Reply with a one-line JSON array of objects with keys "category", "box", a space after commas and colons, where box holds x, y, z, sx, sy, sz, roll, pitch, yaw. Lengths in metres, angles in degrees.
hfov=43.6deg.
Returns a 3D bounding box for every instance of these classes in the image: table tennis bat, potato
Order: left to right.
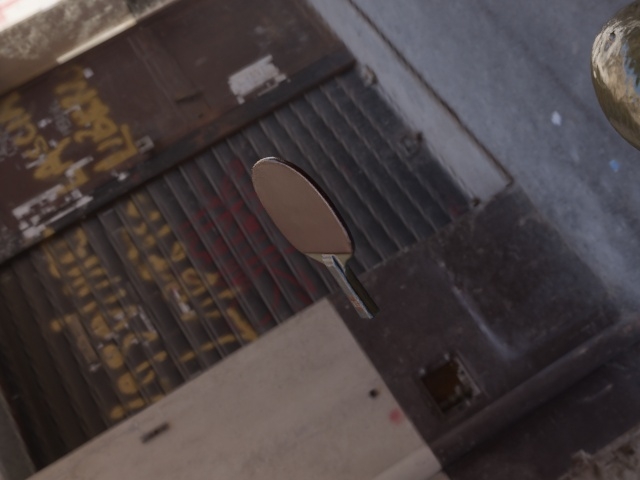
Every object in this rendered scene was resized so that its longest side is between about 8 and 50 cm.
[{"category": "table tennis bat", "box": [0.000, 0.000, 1.080, 0.154, 0.021, 0.274, -1, 128, 55]}, {"category": "potato", "box": [0.341, -0.133, 0.699, 0.235, 0.178, 0.160, 52, 163, 32]}]
